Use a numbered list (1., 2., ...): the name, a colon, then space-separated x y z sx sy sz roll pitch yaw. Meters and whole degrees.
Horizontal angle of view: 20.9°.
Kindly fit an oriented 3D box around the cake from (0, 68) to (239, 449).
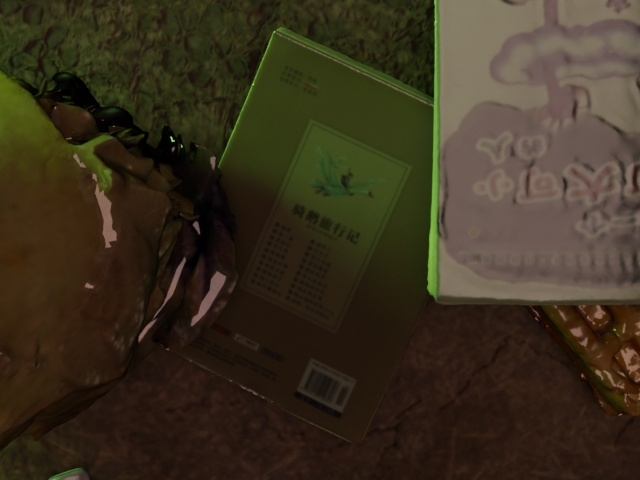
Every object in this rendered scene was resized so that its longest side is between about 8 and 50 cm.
1. cake: -0.245 -0.011 1.437 0.321 0.332 0.332 -27 98 -39

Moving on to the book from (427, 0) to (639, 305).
1. book: 0.218 -0.132 1.414 0.260 0.043 0.371 -1 96 0

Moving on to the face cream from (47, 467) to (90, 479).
1. face cream: -0.217 0.248 1.565 0.040 0.021 0.083 -18 96 -2

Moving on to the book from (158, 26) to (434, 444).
1. book: 0.000 0.000 1.503 0.217 0.021 0.310 26 108 5

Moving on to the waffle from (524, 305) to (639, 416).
1. waffle: 0.252 -0.029 1.534 0.224 0.098 0.328 -37 96 2
